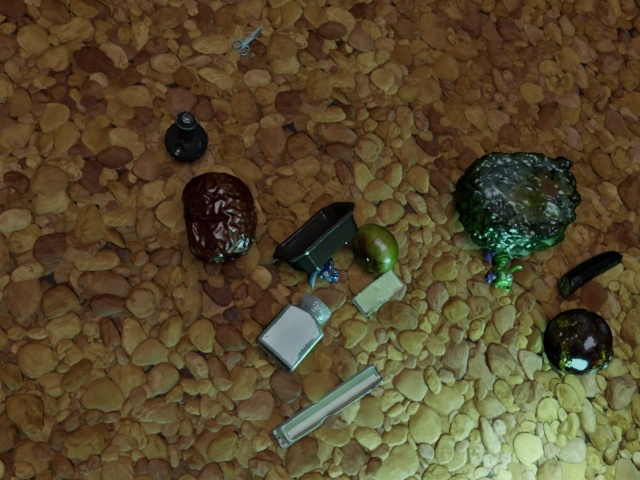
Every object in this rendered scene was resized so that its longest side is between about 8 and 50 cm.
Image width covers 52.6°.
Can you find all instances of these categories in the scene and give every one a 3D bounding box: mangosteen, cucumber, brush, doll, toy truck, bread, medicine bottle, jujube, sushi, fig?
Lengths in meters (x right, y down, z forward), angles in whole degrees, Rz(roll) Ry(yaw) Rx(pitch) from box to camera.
[{"bbox_3d":[0.745,0.300,1.841,0.217,0.192,0.192,38,66,-32],"label":"mangosteen"},{"bbox_3d":[0.824,0.088,1.973,0.245,0.067,0.067,-28,81,-21],"label":"cucumber"},{"bbox_3d":[0.019,0.435,1.707,0.320,0.050,0.060,-31,84,-11],"label":"brush"},{"bbox_3d":[0.540,0.058,1.929,0.115,0.050,0.190,2,70,-13],"label":"doll"},{"bbox_3d":[0.005,0.093,1.805,0.090,0.056,0.073,-28,76,-5],"label":"toy truck"},{"bbox_3d":[0.163,0.147,1.832,0.153,0.028,0.068,-37,84,-20],"label":"bread"},{"bbox_3d":[-0.064,0.238,1.723,0.132,0.088,0.188,42,70,3],"label":"medicine bottle"},{"bbox_3d":[-0.264,-0.064,1.710,0.212,0.213,0.232,-10,75,-15],"label":"jujube"},{"bbox_3d":[0.580,-0.104,1.898,0.351,0.178,0.294,-1,64,-15],"label":"sushi"},{"bbox_3d":[0.153,0.020,1.812,0.120,0.136,0.153,-14,63,-25],"label":"fig"}]

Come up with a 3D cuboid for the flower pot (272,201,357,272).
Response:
[{"bbox_3d":[0.000,0.000,1.784,0.251,0.178,0.084,-41,110,-20],"label":"flower pot"}]

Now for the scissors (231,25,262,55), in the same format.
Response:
[{"bbox_3d":[-0.219,-0.622,1.996,0.058,0.014,0.119,40,73,1],"label":"scissors"}]

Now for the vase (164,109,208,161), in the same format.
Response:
[{"bbox_3d":[-0.367,-0.293,1.774,0.120,0.183,0.120,4,71,-11],"label":"vase"}]
